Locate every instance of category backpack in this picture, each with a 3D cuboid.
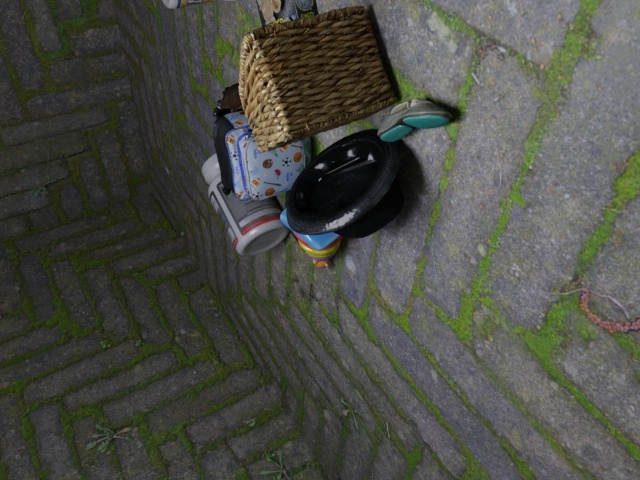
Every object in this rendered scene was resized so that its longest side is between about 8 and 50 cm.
[{"bbox_3d":[-0.152,-0.256,1.574,0.213,0.263,0.277,40,145,38],"label":"backpack"}]

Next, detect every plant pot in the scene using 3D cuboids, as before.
[{"bbox_3d":[-0.232,-0.393,1.729,0.216,0.215,0.231,94,160,-45],"label":"plant pot"}]

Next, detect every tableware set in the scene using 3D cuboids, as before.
[{"bbox_3d":[-0.111,-0.550,1.385,0.141,0.020,0.169,-8,103,66],"label":"tableware set"}]

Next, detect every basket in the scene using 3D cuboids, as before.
[{"bbox_3d":[-0.026,-0.342,1.191,0.213,0.299,0.223,-3,110,66],"label":"basket"}]

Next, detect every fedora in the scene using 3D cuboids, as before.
[{"bbox_3d":[0.079,-0.106,1.303,0.152,0.334,0.334,41,173,-34],"label":"fedora"}]

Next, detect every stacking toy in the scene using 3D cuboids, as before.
[{"bbox_3d":[0.000,0.000,1.638,0.175,0.165,0.302,39,158,23],"label":"stacking toy"}]

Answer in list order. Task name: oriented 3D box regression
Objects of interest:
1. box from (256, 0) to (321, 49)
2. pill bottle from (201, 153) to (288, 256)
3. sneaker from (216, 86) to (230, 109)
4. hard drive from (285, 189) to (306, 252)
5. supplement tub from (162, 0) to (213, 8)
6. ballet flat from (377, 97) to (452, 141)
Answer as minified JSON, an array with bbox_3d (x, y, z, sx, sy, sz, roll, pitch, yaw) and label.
[{"bbox_3d":[-0.082,-0.558,1.415,0.216,0.060,0.270,25,132,57],"label":"box"},{"bbox_3d":[-0.280,-0.142,2.001,0.363,0.210,0.210,60,155,18],"label":"pill bottle"},{"bbox_3d":[-0.325,-0.510,1.966,0.170,0.063,0.075,15,124,55],"label":"sneaker"},{"bbox_3d":[-0.053,-0.092,1.756,0.172,0.054,0.255,51,151,34],"label":"hard drive"},{"bbox_3d":[-0.393,-0.802,1.690,0.144,0.199,0.145,47,149,40],"label":"supplement tub"},{"bbox_3d":[0.185,-0.254,1.113,0.213,0.072,0.068,-6,75,63],"label":"ballet flat"}]
